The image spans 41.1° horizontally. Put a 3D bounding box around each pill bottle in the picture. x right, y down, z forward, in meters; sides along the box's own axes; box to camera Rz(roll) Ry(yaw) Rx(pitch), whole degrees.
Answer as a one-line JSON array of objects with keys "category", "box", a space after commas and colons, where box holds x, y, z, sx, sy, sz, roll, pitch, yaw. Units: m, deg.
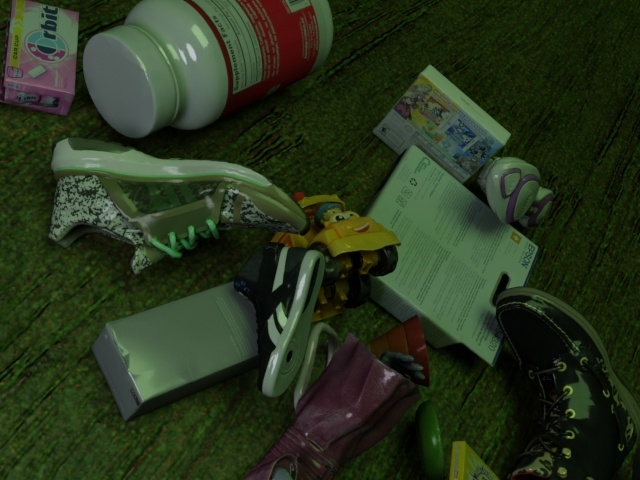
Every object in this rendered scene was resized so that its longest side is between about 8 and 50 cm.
[{"category": "pill bottle", "box": [-0.185, -0.326, 1.456, 0.408, 0.229, 0.229, -34, 81, -39]}]

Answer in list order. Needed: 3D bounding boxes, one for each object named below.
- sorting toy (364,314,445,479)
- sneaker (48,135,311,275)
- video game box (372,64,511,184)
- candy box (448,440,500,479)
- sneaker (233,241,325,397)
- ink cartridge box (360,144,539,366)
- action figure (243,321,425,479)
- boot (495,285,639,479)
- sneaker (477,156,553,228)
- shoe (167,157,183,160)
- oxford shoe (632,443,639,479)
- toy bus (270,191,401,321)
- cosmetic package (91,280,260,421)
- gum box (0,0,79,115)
[{"category": "sorting toy", "box": [0.123, 0.298, 1.348, 0.126, 0.127, 0.365, -7, 64, 0]}, {"category": "sneaker", "box": [-0.221, -0.025, 1.281, 0.411, 0.158, 0.182, 10, 76, 7]}, {"category": "video game box", "box": [0.228, -0.207, 1.642, 0.205, 0.187, 0.048, 41, 50, -2]}, {"category": "candy box", "box": [0.250, 0.400, 1.315, 0.206, 0.027, 0.105, 49, 39, -40]}, {"category": "sneaker", "box": [-0.078, 0.109, 1.228, 0.121, 0.079, 0.216, 12, 77, 23]}, {"category": "ink cartridge box", "box": [0.221, 0.030, 1.570, 0.330, 0.071, 0.324, 39, 49, -7]}, {"category": "action figure", "box": [-0.024, 0.290, 1.192, 0.276, 0.248, 0.370, 32, 70, 35]}, {"category": "boot", "box": [0.389, 0.289, 1.423, 0.377, 0.138, 0.284, 53, 46, -17]}, {"category": "sneaker", "box": [0.346, -0.102, 1.633, 0.152, 0.114, 0.305, 38, 6, 24]}, {"category": "shoe", "box": [-0.162, -0.092, 1.434, 0.219, 0.058, 0.076, 22, 53, -16]}, {"category": "oxford shoe", "box": [0.597, 0.438, 1.501, 0.076, 0.076, 0.212, -38, 114, -59]}, {"category": "toy bus", "box": [0.000, 0.000, 1.370, 0.150, 0.220, 0.211, -6, 60, -34]}, {"category": "cosmetic package", "box": [-0.193, 0.155, 1.239, 0.238, 0.107, 0.127, -17, 71, -33]}, {"category": "gum box", "box": [-0.457, -0.296, 1.391, 0.107, 0.062, 0.188, 8, 58, -25]}]
